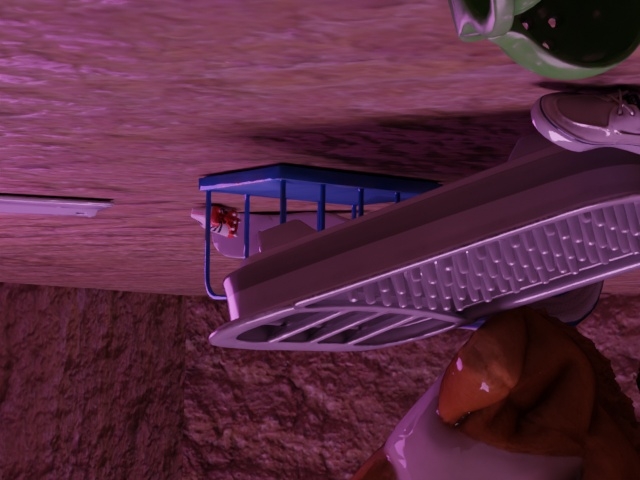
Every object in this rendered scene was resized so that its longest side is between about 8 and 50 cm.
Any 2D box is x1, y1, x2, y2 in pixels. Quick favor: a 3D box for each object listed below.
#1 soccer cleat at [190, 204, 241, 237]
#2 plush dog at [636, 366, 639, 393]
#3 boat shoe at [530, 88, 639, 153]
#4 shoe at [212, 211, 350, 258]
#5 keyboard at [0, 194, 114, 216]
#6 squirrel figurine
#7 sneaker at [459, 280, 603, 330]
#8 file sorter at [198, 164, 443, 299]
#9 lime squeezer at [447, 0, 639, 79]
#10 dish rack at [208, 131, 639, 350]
[{"bbox_3d":[-0.105,-0.021,1.449,0.035,0.029,0.083,9,175,15],"label":"soccer cleat"},{"bbox_3d":[0.396,0.076,1.286,0.262,0.225,0.210,-1,175,29],"label":"plush dog"},{"bbox_3d":[0.161,-0.068,0.775,0.100,0.035,0.035,8,146,-28],"label":"boat shoe"},{"bbox_3d":[-0.020,0.001,1.512,0.178,0.063,0.081,5,178,20],"label":"shoe"},{"bbox_3d":[-0.332,-0.039,1.377,0.256,0.014,0.072,2,170,-20],"label":"keyboard"},{"bbox_3d":[0.245,0.251,1.286,0.370,0.281,0.397,41,-156,9],"label":"squirrel figurine"},{"bbox_3d":[0.133,0.023,1.493,0.322,0.130,0.236,9,163,5],"label":"sneaker"},{"bbox_3d":[0.000,0.000,1.192,0.170,0.104,0.118,4,175,-37],"label":"file sorter"},{"bbox_3d":[0.080,-0.084,0.409,0.110,0.059,0.310,-2,174,34],"label":"lime squeezer"},{"bbox_3d":[0.110,0.001,0.995,0.333,0.072,0.285,-19,165,28],"label":"dish rack"}]
